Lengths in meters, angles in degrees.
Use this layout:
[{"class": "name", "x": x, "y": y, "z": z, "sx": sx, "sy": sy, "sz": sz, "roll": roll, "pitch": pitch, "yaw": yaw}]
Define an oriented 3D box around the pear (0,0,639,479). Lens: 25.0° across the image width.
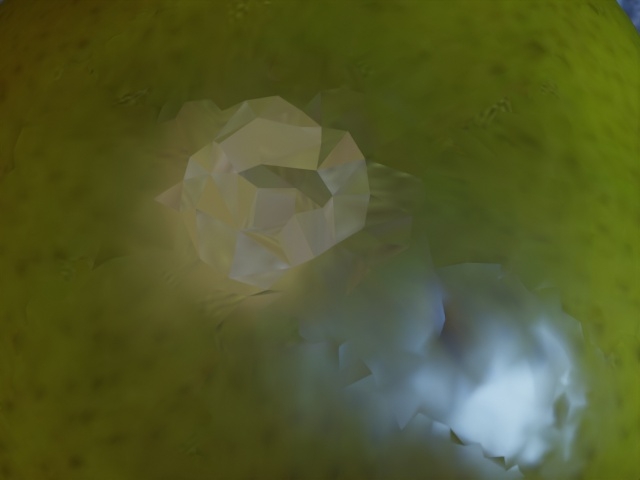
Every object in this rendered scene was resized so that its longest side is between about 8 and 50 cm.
[{"class": "pear", "x": 0.000, "y": 0.000, "z": 0.532, "sx": 0.340, "sy": 0.191, "sz": 0.386, "roll": -4, "pitch": 77, "yaw": -3}]
